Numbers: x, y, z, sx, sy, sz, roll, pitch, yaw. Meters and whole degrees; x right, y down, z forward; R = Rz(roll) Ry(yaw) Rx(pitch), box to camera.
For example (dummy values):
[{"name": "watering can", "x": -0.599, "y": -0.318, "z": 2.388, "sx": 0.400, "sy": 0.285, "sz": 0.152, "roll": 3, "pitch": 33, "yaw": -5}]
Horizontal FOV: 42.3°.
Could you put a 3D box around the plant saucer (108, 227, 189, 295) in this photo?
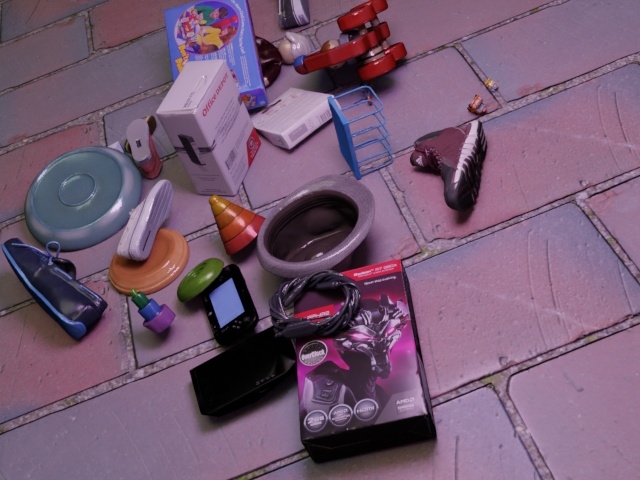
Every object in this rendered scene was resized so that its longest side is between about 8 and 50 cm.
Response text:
[{"name": "plant saucer", "x": -0.405, "y": 0.041, "z": 1.935, "sx": 0.199, "sy": 0.037, "sz": 0.200, "roll": -10, "pitch": 46, "yaw": 11}]

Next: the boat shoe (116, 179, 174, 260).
[{"name": "boat shoe", "x": -0.417, "y": -0.054, "z": 1.942, "sx": 0.075, "sy": 0.083, "sz": 0.226, "roll": 1, "pitch": 50, "yaw": 20}]

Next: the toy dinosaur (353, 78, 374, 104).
[{"name": "toy dinosaur", "x": 0.123, "y": -0.385, "z": 2.137, "sx": 0.090, "sy": 0.047, "sz": 0.082, "roll": -26, "pitch": 62, "yaw": -19}]

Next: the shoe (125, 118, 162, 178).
[{"name": "shoe", "x": -0.466, "y": -0.241, "z": 2.189, "sx": 0.063, "sy": 0.081, "sz": 0.178, "roll": -21, "pitch": 48, "yaw": 0}]

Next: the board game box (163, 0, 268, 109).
[{"name": "board game box", "x": -0.286, "y": -0.500, "z": 2.245, "sx": 0.233, "sy": 0.078, "sz": 0.347, "roll": -13, "pitch": 64, "yaw": 4}]

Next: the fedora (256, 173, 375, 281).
[{"name": "fedora", "x": 0.000, "y": 0.000, "z": 1.758, "sx": 0.243, "sy": 0.124, "sz": 0.275, "roll": 25, "pitch": 61, "yaw": 37}]

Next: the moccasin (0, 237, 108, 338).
[{"name": "moccasin", "x": -0.610, "y": 0.098, "z": 1.914, "sx": 0.116, "sy": 0.138, "sz": 0.342, "roll": -39, "pitch": 61, "yaw": -22}]

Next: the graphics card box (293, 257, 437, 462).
[{"name": "graphics card box", "x": 0.073, "y": 0.215, "z": 1.553, "sx": 0.232, "sy": 0.094, "sz": 0.371, "roll": -13, "pitch": 46, "yaw": 10}]

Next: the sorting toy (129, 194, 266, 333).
[{"name": "sorting toy", "x": -0.279, "y": 0.033, "z": 1.803, "sx": 0.365, "sy": 0.126, "sz": 0.127, "roll": -48, "pitch": 18, "yaw": -24}]

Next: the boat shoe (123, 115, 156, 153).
[{"name": "boat shoe", "x": -0.501, "y": -0.287, "z": 2.271, "sx": 0.049, "sy": 0.056, "sz": 0.152, "roll": -1, "pitch": 38, "yaw": 26}]

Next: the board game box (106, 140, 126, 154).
[{"name": "board game box", "x": -0.605, "y": -0.164, "z": 2.200, "sx": 0.211, "sy": 0.039, "sz": 0.160, "roll": -29, "pitch": 45, "yaw": -7}]

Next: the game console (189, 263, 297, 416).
[{"name": "game console", "x": -0.182, "y": 0.190, "z": 1.697, "sx": 0.213, "sy": 0.044, "sz": 0.361, "roll": -29, "pitch": 43, "yaw": 1}]

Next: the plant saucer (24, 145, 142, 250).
[{"name": "plant saucer", "x": -0.613, "y": -0.122, "z": 2.111, "sx": 0.317, "sy": 0.044, "sz": 0.318, "roll": -5, "pitch": 59, "yaw": 9}]

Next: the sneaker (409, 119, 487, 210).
[{"name": "sneaker", "x": 0.269, "y": -0.158, "z": 1.837, "sx": 0.162, "sy": 0.107, "sz": 0.281, "roll": -3, "pitch": 37, "yaw": 25}]

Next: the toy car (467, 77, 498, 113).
[{"name": "toy car", "x": 0.398, "y": -0.350, "z": 1.990, "sx": 0.040, "sy": 0.060, "sz": 0.122, "roll": 36, "pitch": 71, "yaw": 6}]

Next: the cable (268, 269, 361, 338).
[{"name": "cable", "x": -0.008, "y": 0.119, "z": 1.585, "sx": 0.184, "sy": 0.047, "sz": 0.151, "roll": -17, "pitch": 39, "yaw": 13}]

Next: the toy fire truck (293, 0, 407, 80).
[{"name": "toy fire truck", "x": 0.066, "y": -0.496, "z": 2.144, "sx": 0.253, "sy": 0.169, "sz": 0.302, "roll": -17, "pitch": 17, "yaw": 26}]

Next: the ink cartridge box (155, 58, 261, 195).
[{"name": "ink cartridge box", "x": -0.265, "y": -0.272, "z": 2.008, "sx": 0.114, "sy": 0.273, "sz": 0.197, "roll": 3, "pitch": 49, "yaw": 23}]

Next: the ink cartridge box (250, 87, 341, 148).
[{"name": "ink cartridge box", "x": -0.077, "y": -0.321, "z": 2.158, "sx": 0.181, "sy": 0.056, "sz": 0.224, "roll": -39, "pitch": 29, "yaw": -17}]

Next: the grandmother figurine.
[{"name": "grandmother figurine", "x": -0.189, "y": -0.497, "z": 2.323, "sx": 0.342, "sy": 0.104, "sz": 0.208, "roll": -21, "pitch": 72, "yaw": -3}]

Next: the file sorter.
[{"name": "file sorter", "x": 0.097, "y": -0.254, "z": 1.932, "sx": 0.104, "sy": 0.170, "sz": 0.118, "roll": -21, "pitch": 45, "yaw": -5}]

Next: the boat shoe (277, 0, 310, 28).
[{"name": "boat shoe", "x": -0.099, "y": -0.761, "z": 2.523, "sx": 0.104, "sy": 0.113, "sz": 0.307, "roll": -16, "pitch": 60, "yaw": 14}]
